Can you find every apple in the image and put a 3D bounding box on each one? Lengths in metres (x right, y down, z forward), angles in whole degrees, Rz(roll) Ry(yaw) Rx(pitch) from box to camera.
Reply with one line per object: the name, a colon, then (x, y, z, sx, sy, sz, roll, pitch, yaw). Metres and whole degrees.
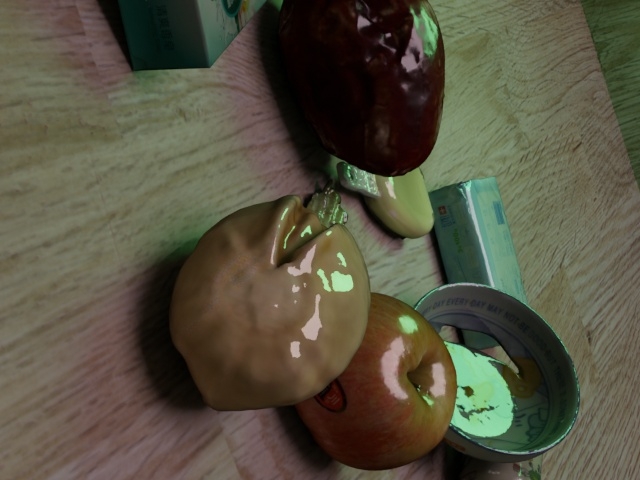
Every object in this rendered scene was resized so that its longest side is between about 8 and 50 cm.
apple: (0.054, 0.161, 1.550, 0.209, 0.164, 0.209, 20, 65, -51)

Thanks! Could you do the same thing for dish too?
dish: (0.213, 0.205, 1.896, 0.273, 0.134, 0.273, 15, 51, -19)

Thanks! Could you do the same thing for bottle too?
bottle: (0.254, 0.342, 1.918, 0.120, 0.120, 0.253, 59, 29, -30)

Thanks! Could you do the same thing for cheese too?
cheese: (0.083, -0.073, 1.889, 0.251, 0.054, 0.127, 14, 60, -62)

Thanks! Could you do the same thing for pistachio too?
pistachio: (-0.043, 0.063, 1.386, 0.193, 0.214, 0.318, 30, 18, 6)

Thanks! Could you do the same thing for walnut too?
walnut: (0.068, -0.225, 1.763, 0.244, 0.221, 0.269, -31, 118, -53)

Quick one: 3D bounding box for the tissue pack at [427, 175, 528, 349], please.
tissue pack: (0.254, 0.035, 2.148, 0.177, 0.089, 0.263, -11, 88, -65)

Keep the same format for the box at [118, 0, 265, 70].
box: (-0.135, -0.298, 1.465, 0.245, 0.092, 0.153, -63, 147, -56)

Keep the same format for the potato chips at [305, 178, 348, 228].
potato chips: (0.001, 0.000, 1.692, 0.092, 0.028, 0.207, 62, 25, -21)
